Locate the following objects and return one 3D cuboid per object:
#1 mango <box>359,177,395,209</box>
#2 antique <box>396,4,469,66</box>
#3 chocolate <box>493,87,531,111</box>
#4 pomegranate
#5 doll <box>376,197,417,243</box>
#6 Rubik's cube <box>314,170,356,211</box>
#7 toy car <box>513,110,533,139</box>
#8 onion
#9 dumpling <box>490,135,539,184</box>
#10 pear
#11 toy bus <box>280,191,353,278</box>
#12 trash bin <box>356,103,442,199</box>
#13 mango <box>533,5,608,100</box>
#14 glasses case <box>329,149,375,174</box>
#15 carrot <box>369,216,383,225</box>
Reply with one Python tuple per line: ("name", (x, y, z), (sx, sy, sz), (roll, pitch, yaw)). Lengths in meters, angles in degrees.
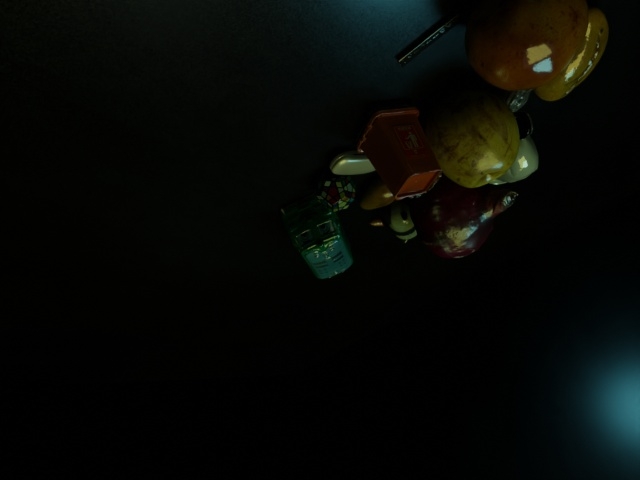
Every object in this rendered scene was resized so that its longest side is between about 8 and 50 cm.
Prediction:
("mango", (0.205, -0.160, 1.784), (0.111, 0.090, 0.163), (-2, 160, -20))
("antique", (0.267, -0.488, 1.228), (0.192, 0.015, 0.031), (-35, 155, 23))
("chocolate", (0.577, -0.461, 1.478), (0.110, 0.110, 0.248), (-17, 156, -17))
("pomegranate", (0.459, -0.471, 1.158), (0.264, 0.265, 0.264), (-20, 157, -9))
("doll", (0.310, -0.083, 1.964), (0.143, 0.135, 0.234), (-28, 151, 5))
("Rubik's cube", (0.046, -0.156, 1.602), (0.132, 0.133, 0.112), (-15, 126, -21))
("toy car", (0.600, -0.358, 1.647), (0.108, 0.090, 0.209), (-22, -174, -31))
("onion", (0.502, -0.117, 1.775), (0.347, 0.348, 0.385), (-3, 176, -40))
("dumpling", (0.662, -0.311, 1.853), (0.226, 0.244, 0.175), (-16, -164, 25))
("pear", (0.445, -0.298, 1.496), (0.280, 0.281, 0.281), (-20, 157, -9))
("toy bus", (0.000, 0.000, 1.788), (0.183, 0.200, 0.343), (-24, 155, 3))
("trash bin", (0.216, -0.237, 1.430), (0.161, 0.239, 0.184), (-12, 156, -26))
("mango", (0.718, -0.521, 1.459), (0.176, 0.120, 0.295), (-19, 157, -20))
("glasses case", (0.116, -0.239, 1.564), (0.204, 0.051, 0.081), (-9, 155, -39))
("carrot", (0.323, -0.090, 2.087), (0.270, 0.062, 0.066), (-16, -172, -10))
